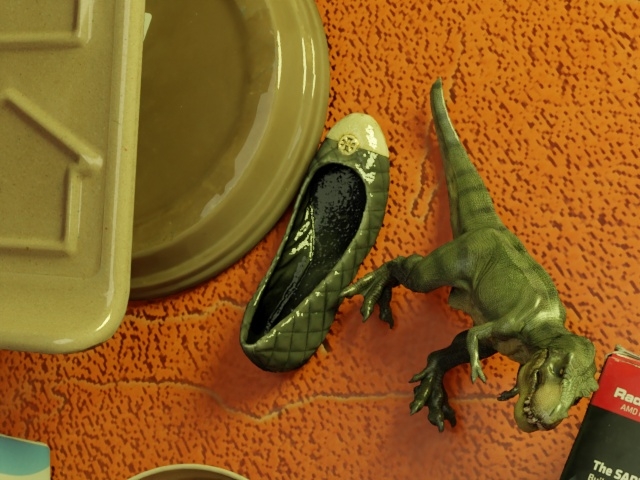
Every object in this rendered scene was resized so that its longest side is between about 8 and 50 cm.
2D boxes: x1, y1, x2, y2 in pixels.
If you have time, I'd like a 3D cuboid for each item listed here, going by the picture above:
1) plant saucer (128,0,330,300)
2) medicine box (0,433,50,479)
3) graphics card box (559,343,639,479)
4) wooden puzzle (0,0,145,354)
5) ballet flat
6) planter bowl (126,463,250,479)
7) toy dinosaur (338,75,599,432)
[{"bbox_3d":[-0.128,-0.098,0.809,0.278,0.041,0.278,-5,77,22],"label":"plant saucer"},{"bbox_3d":[-0.352,0.181,0.698,0.289,0.263,0.149,-8,71,20],"label":"medicine box"},{"bbox_3d":[0.180,0.263,0.548,0.233,0.094,0.371,19,80,26],"label":"graphics card box"},{"bbox_3d":[-0.245,-0.109,0.785,0.322,0.080,0.347,3,85,24],"label":"wooden puzzle"},{"bbox_3d":[0.000,0.000,0.733,0.057,0.049,0.173,16,79,25],"label":"ballet flat"},{"bbox_3d":[-0.055,0.210,0.653,0.162,0.109,0.162,-7,70,20],"label":"planter bowl"},{"bbox_3d":[0.077,0.029,0.678,0.118,0.064,0.268,-49,37,25],"label":"toy dinosaur"}]
